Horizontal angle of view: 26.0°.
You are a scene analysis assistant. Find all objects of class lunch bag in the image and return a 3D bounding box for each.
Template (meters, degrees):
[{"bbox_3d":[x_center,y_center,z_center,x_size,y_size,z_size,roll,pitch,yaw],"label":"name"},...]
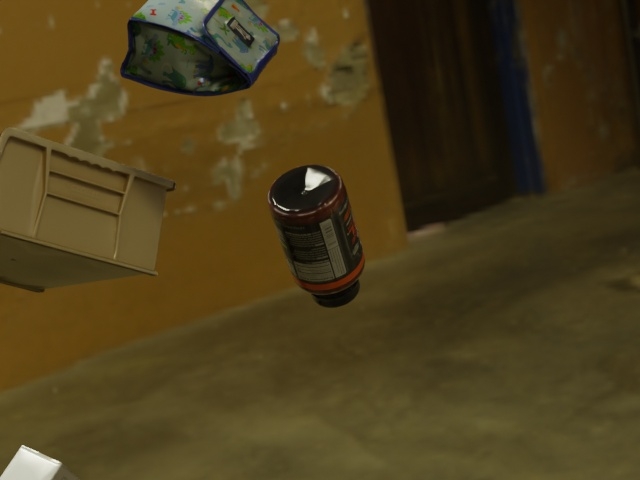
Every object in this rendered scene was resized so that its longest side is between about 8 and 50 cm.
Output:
[{"bbox_3d":[-0.130,-0.221,1.550,0.151,0.096,0.129,18,33,4],"label":"lunch bag"}]

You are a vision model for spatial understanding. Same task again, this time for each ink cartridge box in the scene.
[{"bbox_3d":[-0.436,0.468,2.229,0.100,0.237,0.172,16,63,35],"label":"ink cartridge box"}]

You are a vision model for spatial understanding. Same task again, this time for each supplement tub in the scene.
[{"bbox_3d":[0.000,0.000,1.859,0.106,0.198,0.106,-9,44,9],"label":"supplement tub"}]

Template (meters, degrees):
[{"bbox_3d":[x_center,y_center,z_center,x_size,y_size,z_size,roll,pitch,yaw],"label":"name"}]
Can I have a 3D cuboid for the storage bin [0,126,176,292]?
[{"bbox_3d":[-0.363,-0.030,1.670,0.260,0.123,0.262,19,-18,-42],"label":"storage bin"}]
